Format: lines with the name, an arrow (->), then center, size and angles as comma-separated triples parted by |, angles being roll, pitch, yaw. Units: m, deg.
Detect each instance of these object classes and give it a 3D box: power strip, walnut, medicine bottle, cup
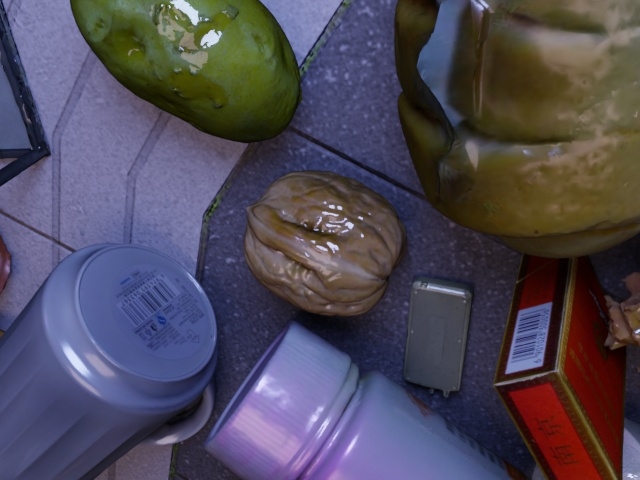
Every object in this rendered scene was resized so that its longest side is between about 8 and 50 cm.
power strip -> 0.144, 0.122, 0.958 | 0.076, 0.028, 0.169 | 10, 121, 14
walnut -> 0.000, 0.000, 0.865 | 0.184, 0.155, 0.155 | 23, 125, 9
medicine bottle -> 0.065, 0.289, 0.969 | 0.388, 0.219, 0.219 | 35, 125, -3
cup -> -0.272, 0.187, 1.046 | 0.322, 0.237, 0.327 | 24, 131, -32

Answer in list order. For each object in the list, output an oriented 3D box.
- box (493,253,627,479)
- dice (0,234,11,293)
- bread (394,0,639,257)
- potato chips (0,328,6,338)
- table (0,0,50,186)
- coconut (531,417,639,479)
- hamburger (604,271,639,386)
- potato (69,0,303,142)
box -> 0.251, 0.121, 0.788 | 0.074, 0.240, 0.153 | -25, 108, 33
dice -> -0.561, 0.031, 1.072 | 0.174, 0.179, 0.175 | -7, 119, 23
bread -> 0.167, -0.138, 0.630 | 0.300, 0.210, 0.341 | 45, 144, 41
potato chips -> -0.506, 0.208, 1.227 | 0.208, 0.062, 0.195 | 19, 119, 10
table -> -0.563, -0.146, 0.908 | 0.335, 0.272, 0.222 | 1, 120, 20
coconut -> 0.344, 0.286, 0.904 | 0.162, 0.161, 0.161 | -35, 104, 12
hamburger -> 0.431, 0.102, 0.707 | 0.445, 0.268, 0.287 | 45, 128, -10
potato -> -0.127, -0.202, 0.778 | 0.253, 0.148, 0.186 | 34, 163, -27
